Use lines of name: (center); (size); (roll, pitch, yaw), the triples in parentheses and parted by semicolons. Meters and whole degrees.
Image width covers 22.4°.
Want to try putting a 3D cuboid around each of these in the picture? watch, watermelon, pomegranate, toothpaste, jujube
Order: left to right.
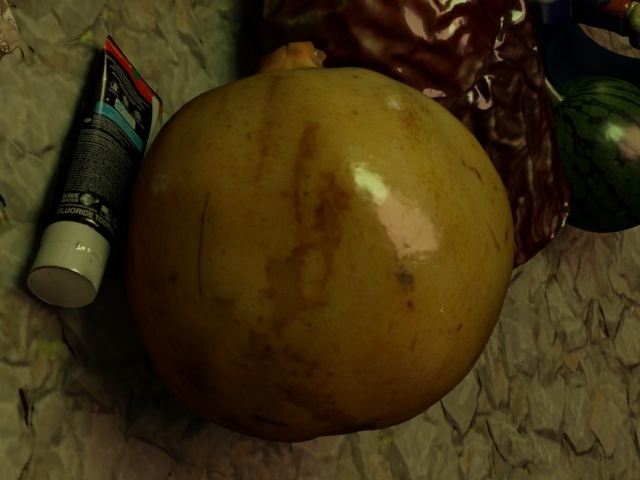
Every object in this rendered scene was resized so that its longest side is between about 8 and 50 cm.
toothpaste: (-0.144, -0.044, 1.065); (0.071, 0.045, 0.193); (51, 38, -41)
pomegranate: (0.000, 0.000, 1.057); (0.264, 0.264, 0.264); (18, 66, -48)
jujube: (0.088, -0.117, 1.262); (0.342, 0.216, 0.216); (55, 43, -37)
watermelon: (0.244, -0.091, 1.483); (0.187, 0.140, 0.141); (44, 48, -25)
watch: (0.283, -0.209, 1.546); (0.171, 0.196, 0.200); (-57, 145, -31)

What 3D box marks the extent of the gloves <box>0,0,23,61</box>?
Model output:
gloves: (-0.240, -0.131, 0.931); (0.144, 0.094, 0.110); (-30, 92, -43)
